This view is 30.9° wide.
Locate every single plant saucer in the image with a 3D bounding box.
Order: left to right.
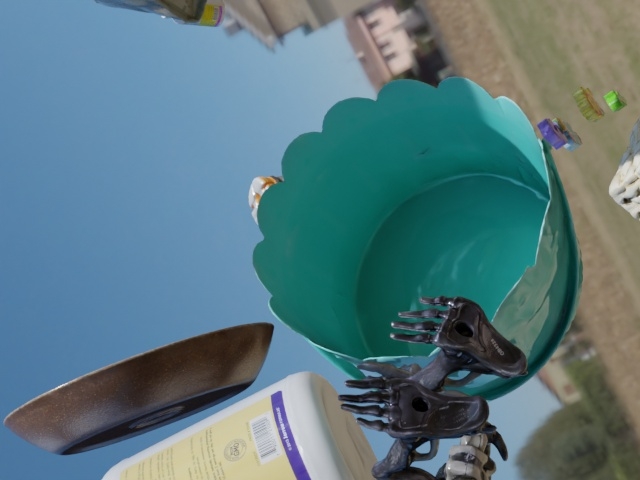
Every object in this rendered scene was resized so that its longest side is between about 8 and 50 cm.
[{"bbox_3d":[-0.120,0.110,0.812,0.198,0.199,0.036,24,-136,-76],"label":"plant saucer"}]

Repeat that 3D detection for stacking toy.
[{"bbox_3d":[0.347,-0.149,1.656,0.052,0.167,0.221,60,-153,11],"label":"stacking toy"}]

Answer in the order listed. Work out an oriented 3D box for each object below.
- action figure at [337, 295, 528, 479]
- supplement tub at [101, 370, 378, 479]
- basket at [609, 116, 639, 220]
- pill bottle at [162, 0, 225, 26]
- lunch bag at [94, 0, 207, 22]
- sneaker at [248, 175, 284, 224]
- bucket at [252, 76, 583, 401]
[{"bbox_3d":[0.061,0.155,0.798,0.275,0.141,0.164,89,-155,-48],"label":"action figure"},{"bbox_3d":[-0.099,0.316,1.281,0.241,0.331,0.241,61,-173,-13],"label":"supplement tub"},{"bbox_3d":[0.570,-0.140,1.406,0.266,0.328,0.331,35,-127,-5],"label":"basket"},{"bbox_3d":[-0.175,-0.315,1.576,0.083,0.043,0.043,-1,-127,-31],"label":"pill bottle"},{"bbox_3d":[-0.264,-0.366,1.236,0.287,0.169,0.235,28,175,-42],"label":"lunch bag"},{"bbox_3d":[0.000,0.000,1.368,0.215,0.083,0.084,58,144,22],"label":"sneaker"},{"bbox_3d":[0.100,0.010,1.050,0.183,0.281,0.281,39,-156,-55],"label":"bucket"}]
